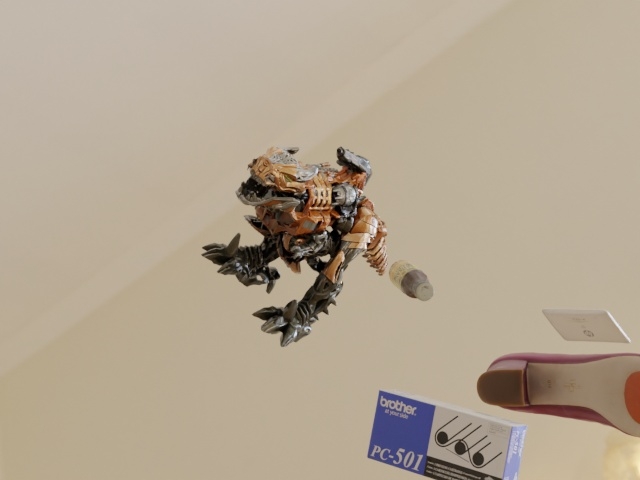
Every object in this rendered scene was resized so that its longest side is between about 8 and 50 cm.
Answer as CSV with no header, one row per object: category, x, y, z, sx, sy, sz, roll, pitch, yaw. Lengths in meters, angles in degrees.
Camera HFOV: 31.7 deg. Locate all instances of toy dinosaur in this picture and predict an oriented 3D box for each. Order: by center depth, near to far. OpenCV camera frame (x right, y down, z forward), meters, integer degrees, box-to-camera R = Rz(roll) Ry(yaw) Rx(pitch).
toy dinosaur,0.000,0.000,1.315,0.322,0.164,0.218,35,-78,-36

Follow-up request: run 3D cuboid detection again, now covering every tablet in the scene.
tablet,0.275,0.089,1.168,0.083,0.006,0.054,-3,-43,51

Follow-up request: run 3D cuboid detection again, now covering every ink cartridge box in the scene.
ink cartridge box,0.164,0.266,1.485,0.207,0.097,0.046,11,1,38

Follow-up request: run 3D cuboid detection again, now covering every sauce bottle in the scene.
sauce bottle,0.128,0.057,1.561,0.042,0.128,0.042,-2,-81,-12

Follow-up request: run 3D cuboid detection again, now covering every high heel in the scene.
high heel,0.439,0.226,1.756,0.377,0.127,0.181,6,2,20
